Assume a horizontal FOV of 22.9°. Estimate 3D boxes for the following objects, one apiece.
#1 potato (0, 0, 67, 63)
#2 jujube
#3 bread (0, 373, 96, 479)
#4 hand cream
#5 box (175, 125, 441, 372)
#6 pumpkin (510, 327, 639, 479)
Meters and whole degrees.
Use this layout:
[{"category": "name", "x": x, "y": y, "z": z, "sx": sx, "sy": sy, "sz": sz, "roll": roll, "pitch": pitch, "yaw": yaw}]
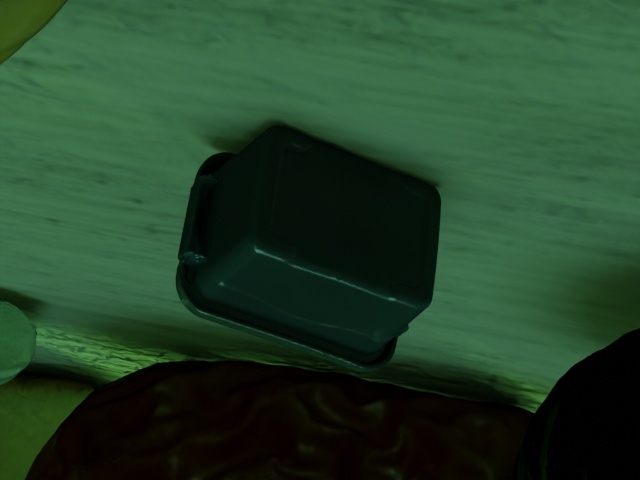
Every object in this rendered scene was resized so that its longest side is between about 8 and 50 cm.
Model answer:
[{"category": "potato", "x": -0.089, "y": -0.103, "z": 0.311, "sx": 0.109, "sy": 0.118, "sz": 0.178, "roll": -18, "pitch": 156, "yaw": -21}, {"category": "jujube", "x": -0.010, "y": 0.169, "z": 0.949, "sx": 0.342, "sy": 0.216, "sz": 0.216, "roll": -1, "pitch": 159, "yaw": 16}, {"category": "bread", "x": -0.192, "y": 0.230, "z": 1.212, "sx": 0.279, "sy": 0.207, "sz": 0.279, "roll": -3, "pitch": 155, "yaw": 37}, {"category": "hand cream", "x": -0.223, "y": 0.073, "z": 1.021, "sx": 0.078, "sy": 0.050, "sz": 0.205, "roll": 8, "pitch": 169, "yaw": -19}, {"category": "box", "x": 0.000, "y": 0.000, "z": 0.621, "sx": 0.099, "sy": 0.074, "sz": 0.054, "roll": 20, "pitch": 147, "yaw": -21}, {"category": "pumpkin", "x": 0.216, "y": 0.138, "z": 0.687, "sx": 0.248, "sy": 0.248, "sz": 0.248, "roll": 12, "pitch": 162, "yaw": 4}]
